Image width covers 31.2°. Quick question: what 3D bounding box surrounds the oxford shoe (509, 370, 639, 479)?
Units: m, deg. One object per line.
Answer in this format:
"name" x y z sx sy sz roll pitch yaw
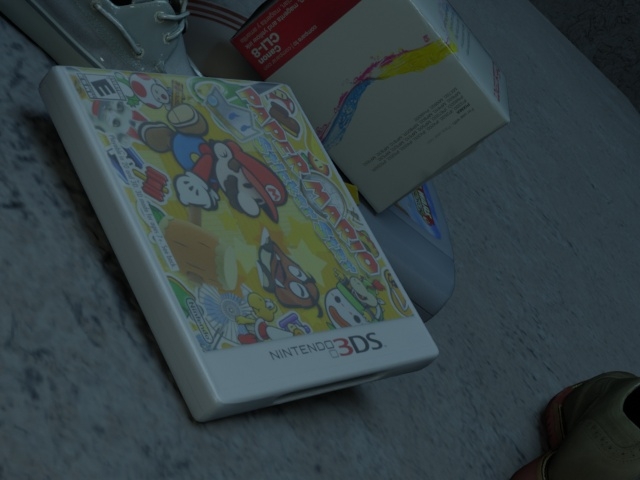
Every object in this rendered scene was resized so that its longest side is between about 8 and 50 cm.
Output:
"oxford shoe" 0.258 0.165 0.927 0.123 0.130 0.348 50 21 5

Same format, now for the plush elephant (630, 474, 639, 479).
"plush elephant" 0.173 0.234 0.539 0.255 0.271 0.330 10 -66 66

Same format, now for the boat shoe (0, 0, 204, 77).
"boat shoe" -0.132 -0.145 0.767 0.227 0.081 0.079 40 23 -22

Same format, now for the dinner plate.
"dinner plate" -0.086 -0.155 0.918 0.141 0.017 0.141 19 32 -12

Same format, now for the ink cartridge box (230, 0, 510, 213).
"ink cartridge box" 0.044 -0.137 0.876 0.176 0.127 0.128 49 21 -13

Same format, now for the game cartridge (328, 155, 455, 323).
"game cartridge" 0.024 -0.064 0.976 0.198 0.062 0.297 32 26 -27

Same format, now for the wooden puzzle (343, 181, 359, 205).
"wooden puzzle" 0.000 0.000 0.796 0.078 0.014 0.116 25 56 -34

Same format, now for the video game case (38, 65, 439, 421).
"video game case" -0.044 -0.008 0.705 0.206 0.026 0.227 -5 59 -50
